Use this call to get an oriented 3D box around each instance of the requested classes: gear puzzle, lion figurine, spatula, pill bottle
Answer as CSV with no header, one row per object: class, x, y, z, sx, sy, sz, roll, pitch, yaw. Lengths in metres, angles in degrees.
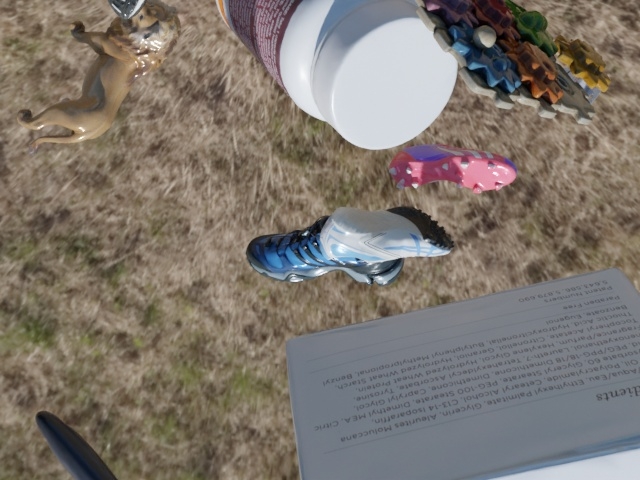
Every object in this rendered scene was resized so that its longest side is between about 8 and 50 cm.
gear puzzle,0.229,-0.203,0.892,0.339,0.175,0.044,-1,144,-46
lion figurine,-0.440,-0.320,1.713,0.240,0.142,0.392,25,91,31
spatula,-0.080,0.207,0.539,0.296,0.030,0.084,36,152,13
pill bottle,0.014,-0.307,1.208,0.224,0.392,0.224,-17,133,-19

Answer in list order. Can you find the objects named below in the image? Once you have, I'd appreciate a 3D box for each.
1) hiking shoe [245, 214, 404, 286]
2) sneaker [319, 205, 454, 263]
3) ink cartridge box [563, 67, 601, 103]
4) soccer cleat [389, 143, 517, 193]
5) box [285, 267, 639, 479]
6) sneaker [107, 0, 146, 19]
hiking shoe,0.000,0.000,1.536,0.304,0.113,0.132,0,135,19
sneaker,0.102,-0.003,1.303,0.237,0.085,0.086,5,135,-32
ink cartridge box,0.339,-0.212,1.163,0.048,0.083,0.028,-49,137,-24
soccer cleat,0.237,-0.141,1.511,0.248,0.095,0.083,1,137,37
box,0.089,0.133,0.425,0.182,0.119,0.181,-12,121,-1
sneaker,-0.292,-0.505,1.469,0.100,0.108,0.271,42,120,18
